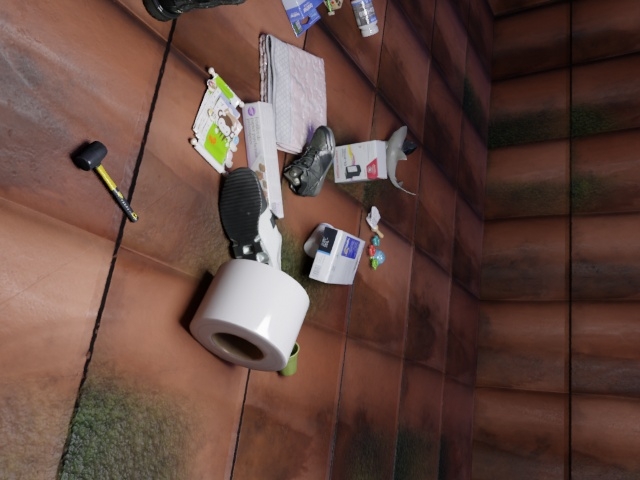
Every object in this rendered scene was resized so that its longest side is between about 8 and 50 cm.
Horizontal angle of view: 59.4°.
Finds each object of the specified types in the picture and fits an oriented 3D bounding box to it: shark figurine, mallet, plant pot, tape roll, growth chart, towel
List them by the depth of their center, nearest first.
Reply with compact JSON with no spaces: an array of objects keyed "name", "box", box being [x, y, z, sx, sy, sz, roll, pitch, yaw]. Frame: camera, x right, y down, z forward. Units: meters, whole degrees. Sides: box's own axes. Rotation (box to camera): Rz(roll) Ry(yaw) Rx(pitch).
[{"name":"mallet","box":[-0.427,-0.120,1.162,0.190,0.039,0.062,61,38,-42]},{"name":"tape roll","box":[-0.167,0.183,1.346,0.246,0.246,0.169,56,43,-39]},{"name":"growth chart","box":[-0.260,-0.299,1.451,0.172,0.021,0.237,37,58,-52]},{"name":"plant pot","box":[-0.097,0.342,1.606,0.083,0.083,0.079,-46,136,-49]},{"name":"towel","box":[-0.073,-0.433,1.730,0.317,0.053,0.332,0,88,-58]},{"name":"shark figurine","box":[0.312,-0.310,2.255,0.166,0.116,0.278,-17,112,-36]}]

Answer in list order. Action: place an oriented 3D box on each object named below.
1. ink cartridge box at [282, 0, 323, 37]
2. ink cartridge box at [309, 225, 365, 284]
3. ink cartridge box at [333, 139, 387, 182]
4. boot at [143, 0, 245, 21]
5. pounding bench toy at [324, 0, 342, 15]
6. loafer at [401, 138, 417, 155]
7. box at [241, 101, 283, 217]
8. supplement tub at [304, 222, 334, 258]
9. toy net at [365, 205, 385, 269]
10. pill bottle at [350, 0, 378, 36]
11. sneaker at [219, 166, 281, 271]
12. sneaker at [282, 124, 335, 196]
[{"name":"ink cartridge box","box":[-0.076,-0.821,1.754,0.186,0.065,0.311,-57,135,-43]},{"name":"ink cartridge box","box":[0.061,0.055,1.802,0.332,0.065,0.165,21,86,-72]},{"name":"ink cartridge box","box":[0.134,-0.266,1.926,0.072,0.175,0.128,-6,92,-55]},{"name":"boot","box":[-0.284,-0.670,1.220,0.131,0.260,0.348,-33,115,-54]},{"name":"pounding bench toy","box":[0.035,-0.827,1.933,0.065,0.052,0.083,45,51,-46]},{"name":"loafer","box":[0.344,-0.388,2.393,0.061,0.062,0.170,48,41,12]},{"name":"box","box":[-0.160,-0.217,1.560,0.067,0.063,0.324,-14,99,-59]},{"name":"supplement tub","box":[0.000,0.000,1.787,0.107,0.071,0.071,-56,133,-44]},{"name":"toy net","box":[0.196,-0.010,2.127,0.122,0.045,0.232,-19,102,-55]},{"name":"pill bottle","box":[0.170,-0.851,2.125,0.078,0.078,0.137,-53,130,-46]},{"name":"sneaker","box":[-0.173,-0.035,1.494,0.146,0.122,0.331,-37,121,-67]},{"name":"sneaker","box":[-0.034,-0.235,1.689,0.130,0.087,0.228,-10,127,-53]}]
